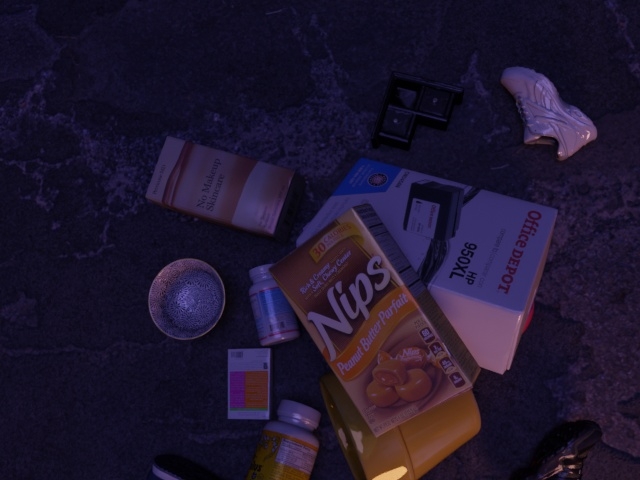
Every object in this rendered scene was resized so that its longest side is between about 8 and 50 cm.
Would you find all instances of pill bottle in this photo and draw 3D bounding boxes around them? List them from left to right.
[{"bbox_3d":[-0.100,0.134,1.294,0.087,0.087,0.160,-15,78,7],"label":"pill bottle"},{"bbox_3d":[-0.071,0.425,1.207,0.118,0.117,0.208,15,66,12],"label":"pill bottle"}]

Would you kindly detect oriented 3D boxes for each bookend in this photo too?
[{"bbox_3d":[0.205,-0.259,1.319,0.156,0.072,0.157,18,84,12],"label":"bookend"}]

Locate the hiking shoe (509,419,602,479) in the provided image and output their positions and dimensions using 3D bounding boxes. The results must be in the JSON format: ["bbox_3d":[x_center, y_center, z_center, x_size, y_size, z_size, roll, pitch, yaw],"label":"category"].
[{"bbox_3d":[0.452,0.437,1.157,0.114,0.086,0.227,43,95,1],"label":"hiking shoe"}]

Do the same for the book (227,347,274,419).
[{"bbox_3d":[-0.148,0.300,1.302,0.096,0.035,0.144,-3,79,12],"label":"book"}]

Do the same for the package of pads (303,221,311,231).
[{"bbox_3d":[0.000,0.000,1.319,0.032,0.050,0.083,-41,75,1],"label":"package of pads"}]

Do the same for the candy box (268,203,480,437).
[{"bbox_3d":[0.081,0.122,0.973,0.183,0.087,0.316,-36,83,23],"label":"candy box"}]

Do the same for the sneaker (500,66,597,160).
[{"bbox_3d":[0.444,-0.258,1.271,0.115,0.090,0.232,-44,75,4],"label":"sneaker"}]

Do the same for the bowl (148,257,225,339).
[{"bbox_3d":[-0.273,0.128,1.329,0.170,0.080,0.170,-2,79,10],"label":"bowl"}]

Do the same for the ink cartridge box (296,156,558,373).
[{"bbox_3d":[0.195,0.028,1.132,0.395,0.166,0.285,18,46,20],"label":"ink cartridge box"}]

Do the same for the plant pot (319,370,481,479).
[{"bbox_3d":[0.152,0.327,1.149,0.239,0.254,0.253,-20,77,-10],"label":"plant pot"}]

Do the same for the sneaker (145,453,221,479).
[{"bbox_3d":[-0.223,0.554,1.223,0.319,0.112,0.131,23,93,29],"label":"sneaker"}]

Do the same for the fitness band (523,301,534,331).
[{"bbox_3d":[0.269,0.131,1.175,0.291,0.054,0.209,-29,46,-26],"label":"fitness band"}]

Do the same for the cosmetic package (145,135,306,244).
[{"bbox_3d":[-0.199,-0.107,1.333,0.296,0.129,0.153,15,84,13],"label":"cosmetic package"}]
